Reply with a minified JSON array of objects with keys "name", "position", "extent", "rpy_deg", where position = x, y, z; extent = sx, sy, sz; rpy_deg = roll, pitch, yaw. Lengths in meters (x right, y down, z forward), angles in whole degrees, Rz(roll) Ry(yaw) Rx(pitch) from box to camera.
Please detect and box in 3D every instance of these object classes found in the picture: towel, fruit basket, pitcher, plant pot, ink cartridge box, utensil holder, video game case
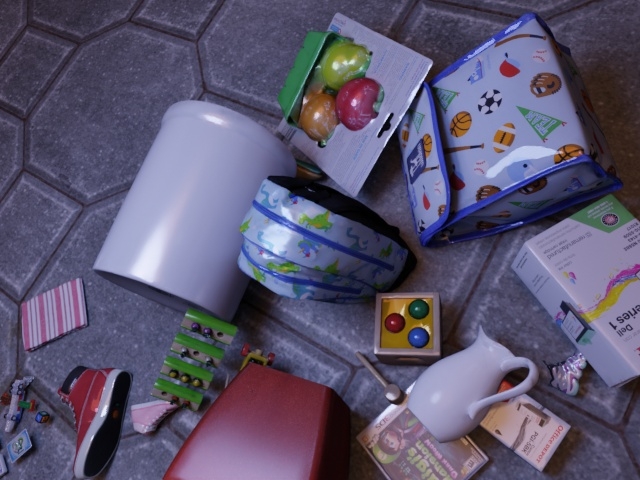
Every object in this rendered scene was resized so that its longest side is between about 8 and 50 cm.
[{"name":"towel","position":[-0.718,0.200,1.297],"extent":[0.196,0.029,0.144],"rpy_deg":[-24,65,6]},{"name":"fruit basket","position":[0.064,-0.325,1.123],"extent":[0.353,0.165,0.327],"rpy_deg":[43,114,33]},{"name":"pitcher","position":[0.264,0.262,0.839],"extent":[0.207,0.177,0.125],"rpy_deg":[-42,101,-6]},{"name":"plant pot","position":[-0.077,0.384,0.901],"extent":[0.267,0.267,0.236],"rpy_deg":[10,63,21]},{"name":"ink cartridge box","position":[0.364,0.333,0.873],"extent":[0.135,0.056,0.099],"rpy_deg":[34,83,26]},{"name":"ink cartridge box","position":[0.523,0.087,0.862],"extent":[0.201,0.117,0.278],"rpy_deg":[-28,63,-7]},{"name":"utensil holder","position":[-0.269,-0.051,1.058],"extent":[0.327,0.328,0.386],"rpy_deg":[13,70,22]},{"name":"video game case","position":[0.191,0.399,0.924],"extent":[0.173,0.022,0.190],"rpy_deg":[-43,64,-1]}]

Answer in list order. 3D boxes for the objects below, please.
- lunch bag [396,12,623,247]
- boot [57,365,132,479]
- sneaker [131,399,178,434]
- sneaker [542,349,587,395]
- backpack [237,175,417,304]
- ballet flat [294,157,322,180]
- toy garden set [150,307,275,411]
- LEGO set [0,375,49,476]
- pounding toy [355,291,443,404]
[{"name":"lunch bag","position":[0.329,-0.190,0.974],"extent":[0.385,0.238,0.328],"rpy_deg":[-26,62,41]},{"name":"boot","position":[-0.561,0.422,1.130],"extent":[0.176,0.088,0.245],"rpy_deg":[-2,62,18]},{"name":"sneaker","position":[-0.371,0.401,1.093],"extent":[0.134,0.051,0.070],"rpy_deg":[-16,68,16]},{"name":"sneaker","position":[0.452,0.231,0.893],"extent":[0.069,0.038,0.098],"rpy_deg":[18,76,22]},{"name":"backpack","position":[0.000,0.000,0.952],"extent":[0.290,0.355,0.273],"rpy_deg":[35,84,25]},{"name":"ballet flat","position":[-0.092,-0.191,1.223],"extent":[0.232,0.080,0.073],"rpy_deg":[35,112,28]},{"name":"toy garden set","position":[-0.229,0.284,1.009],"extent":[0.203,0.049,0.244],"rpy_deg":[24,113,-9]},{"name":"LEGO set","position":[-0.778,0.471,1.213],"extent":[0.244,0.060,0.183],"rpy_deg":[-41,67,10]},{"name":"pounding toy","position":[0.148,0.212,0.954],"extent":[0.180,0.094,0.206],"rpy_deg":[-3,62,17]}]
